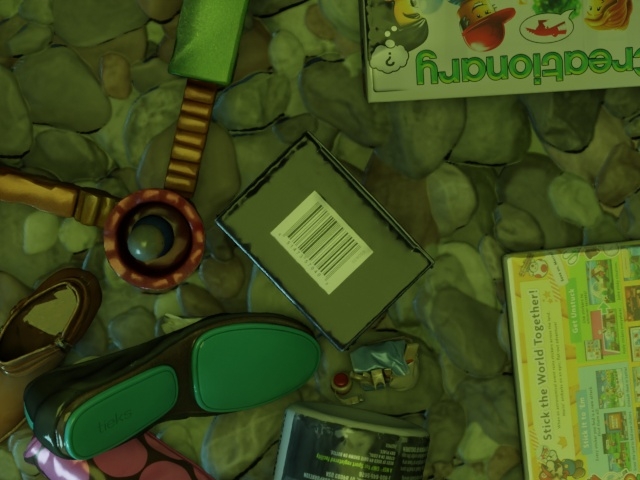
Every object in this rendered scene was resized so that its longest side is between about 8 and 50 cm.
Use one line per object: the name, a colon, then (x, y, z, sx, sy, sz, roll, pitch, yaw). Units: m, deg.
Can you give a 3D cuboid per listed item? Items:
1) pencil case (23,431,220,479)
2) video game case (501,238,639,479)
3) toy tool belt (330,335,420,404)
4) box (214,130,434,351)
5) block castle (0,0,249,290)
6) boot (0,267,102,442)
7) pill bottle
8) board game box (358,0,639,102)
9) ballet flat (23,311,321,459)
pencil case: (-0.152, 0.211, 1.722, 0.209, 0.095, 0.098, 36, 81, 0)
video game case: (0.275, 0.114, 1.764, 0.206, 0.026, 0.227, -6, 92, -1)
toy tool belt: (0.047, 0.110, 1.741, 0.083, 0.051, 0.052, -15, 64, -1)
box: (0.000, 0.000, 1.663, 0.108, 0.207, 0.153, -44, 93, -1)
block castle: (-0.197, -0.211, 1.630, 0.303, 0.213, 0.453, 14, 98, -2)
boot: (-0.262, 0.102, 1.685, 0.073, 0.152, 0.197, 35, 90, -2)
pill bottle: (0.010, 0.271, 1.706, 0.130, 0.130, 0.246, 12, 90, -2)
board game box: (0.185, -0.227, 1.725, 0.305, 0.053, 0.193, -4, 102, -1)
ballet flat: (-0.133, 0.109, 1.698, 0.280, 0.096, 0.095, -14, 118, -37)
